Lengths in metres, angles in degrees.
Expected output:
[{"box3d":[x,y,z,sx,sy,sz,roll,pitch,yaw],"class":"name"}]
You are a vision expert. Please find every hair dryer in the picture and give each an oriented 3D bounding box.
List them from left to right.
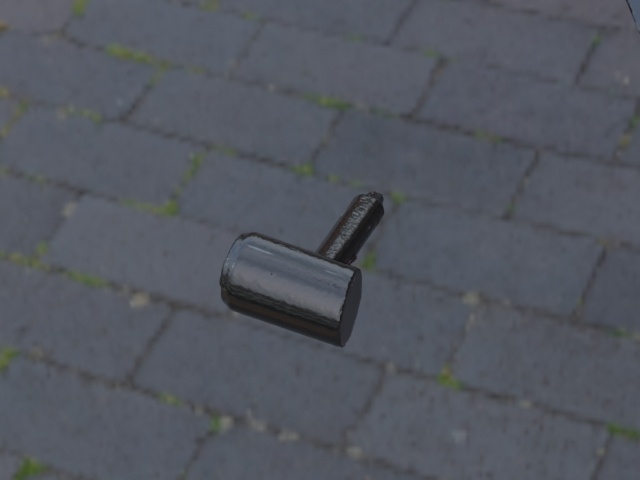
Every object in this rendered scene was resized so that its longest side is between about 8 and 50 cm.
[{"box3d":[0.002,0.000,1.595,0.114,0.070,0.248,18,31,9],"class":"hair dryer"}]

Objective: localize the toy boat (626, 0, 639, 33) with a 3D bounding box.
[{"box3d":[0.203,-0.048,0.670,0.134,0.092,0.299,-21,39,9],"class":"toy boat"}]
